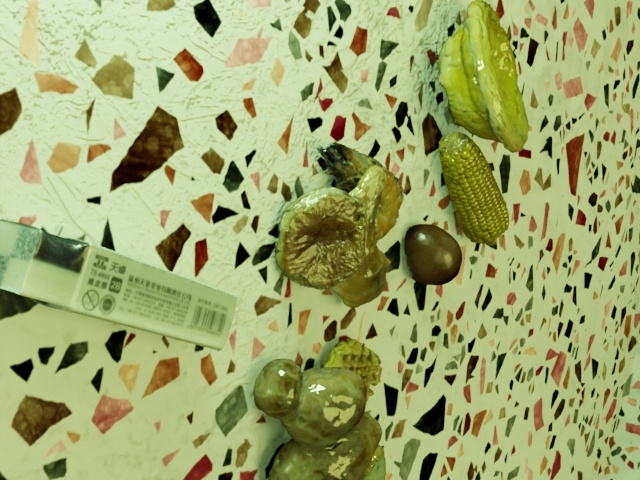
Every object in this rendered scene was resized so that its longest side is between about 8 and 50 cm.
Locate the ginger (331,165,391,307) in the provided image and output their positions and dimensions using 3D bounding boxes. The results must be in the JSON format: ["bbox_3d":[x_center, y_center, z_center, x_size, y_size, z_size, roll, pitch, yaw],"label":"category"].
[{"bbox_3d":[0.088,0.000,1.829,0.131,0.086,0.295,-3,114,-27],"label":"ginger"}]

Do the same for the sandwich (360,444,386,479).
[{"bbox_3d":[0.033,0.575,1.920,0.273,0.095,0.249,-34,127,-46],"label":"sandwich"}]

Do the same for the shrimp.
[{"bbox_3d":[0.068,-0.089,1.847,0.317,0.062,0.164,36,73,-52],"label":"shrimp"}]

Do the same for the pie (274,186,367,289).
[{"bbox_3d":[0.000,0.000,1.731,0.195,0.046,0.195,-8,111,-21],"label":"pie"}]

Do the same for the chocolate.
[{"bbox_3d":[0.236,0.027,2.076,0.133,0.127,0.124,37,37,-37],"label":"chocolate"}]

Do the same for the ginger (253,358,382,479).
[{"bbox_3d":[-0.005,0.340,1.760,0.244,0.155,0.304,-19,111,-16],"label":"ginger"}]

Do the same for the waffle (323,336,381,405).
[{"bbox_3d":[0.055,0.278,1.918,0.149,0.051,0.194,-59,145,-14],"label":"waffle"}]

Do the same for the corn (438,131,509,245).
[{"bbox_3d":[0.348,-0.110,2.173,0.119,0.119,0.322,-56,133,-29],"label":"corn"}]

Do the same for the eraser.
[{"bbox_3d":[-0.287,0.073,1.377,0.404,0.096,0.098,26,78,-52],"label":"eraser"}]

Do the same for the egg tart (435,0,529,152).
[{"bbox_3d":[0.349,-0.344,2.063,0.345,0.132,0.345,41,42,-51],"label":"egg tart"}]
